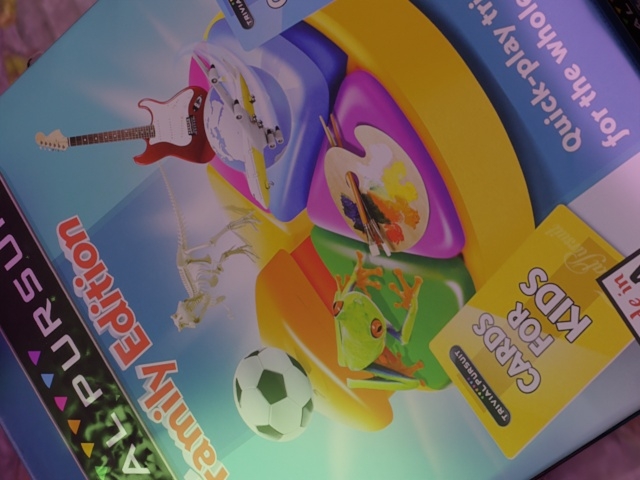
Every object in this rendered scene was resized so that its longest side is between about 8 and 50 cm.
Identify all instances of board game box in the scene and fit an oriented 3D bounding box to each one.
[{"bbox_3d":[0.000,0.000,0.784,0.336,0.079,0.253,-39,77,32],"label":"board game box"}]
